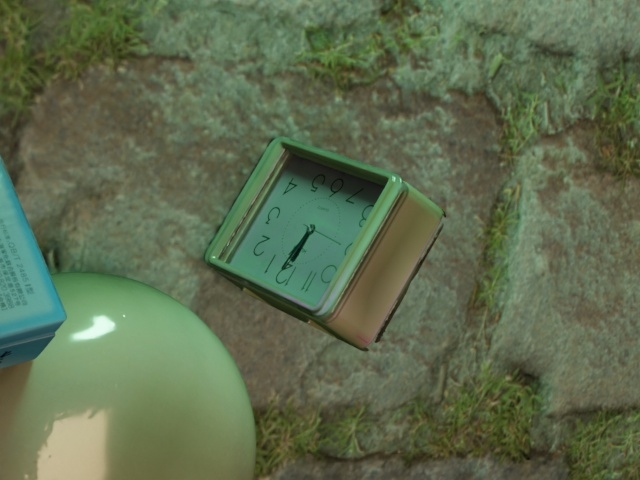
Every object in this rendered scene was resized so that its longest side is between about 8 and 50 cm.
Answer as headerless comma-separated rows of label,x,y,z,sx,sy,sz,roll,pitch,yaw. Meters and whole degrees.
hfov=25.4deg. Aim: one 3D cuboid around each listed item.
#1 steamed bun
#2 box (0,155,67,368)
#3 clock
steamed bun,-0.195,0.189,1.170,0.324,0.206,0.324,-14,112,-36
box,-0.295,-0.013,1.014,0.143,0.083,0.232,-15,70,-35
clock,0.000,0.000,1.271,0.071,0.192,0.147,36,82,-41
